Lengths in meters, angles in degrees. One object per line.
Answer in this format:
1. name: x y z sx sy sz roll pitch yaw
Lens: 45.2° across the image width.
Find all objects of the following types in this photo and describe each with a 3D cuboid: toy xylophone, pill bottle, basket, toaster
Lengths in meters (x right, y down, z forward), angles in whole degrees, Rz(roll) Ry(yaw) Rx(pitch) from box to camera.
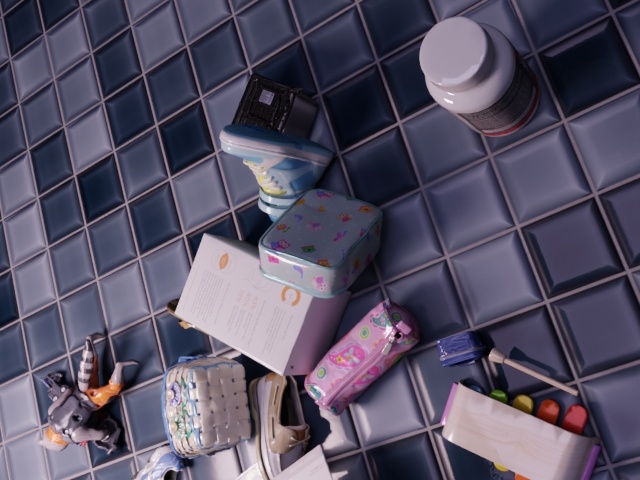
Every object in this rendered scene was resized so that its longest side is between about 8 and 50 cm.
1. toy xylophone: 0.394 0.359 1.520 0.322 0.081 0.236 29 98 30
2. pill bottle: 0.312 -0.322 1.519 0.176 0.318 0.177 -4 82 28
3. basket: -0.285 0.393 1.854 0.289 0.201 0.255 147 116 -63
4. toaster: -0.111 -0.301 1.876 0.185 0.110 0.168 27 98 37

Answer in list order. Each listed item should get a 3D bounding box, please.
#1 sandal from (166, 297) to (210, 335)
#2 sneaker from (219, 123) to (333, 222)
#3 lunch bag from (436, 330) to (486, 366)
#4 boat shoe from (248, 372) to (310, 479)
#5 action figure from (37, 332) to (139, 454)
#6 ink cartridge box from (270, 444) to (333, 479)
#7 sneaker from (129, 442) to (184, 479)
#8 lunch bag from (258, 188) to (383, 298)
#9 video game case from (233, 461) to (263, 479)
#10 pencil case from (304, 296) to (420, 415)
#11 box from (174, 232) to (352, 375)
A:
1. sandal: -0.329 0.206 1.976 0.180 0.072 0.049 28 119 26
2. sneaker: -0.119 -0.142 1.758 0.127 0.319 0.208 37 111 41
3. lunch bag: 0.297 0.229 1.602 0.098 0.067 0.065 -21 73 26
4. boat shoe: -0.083 0.451 1.768 0.103 0.113 0.302 -27 70 30
5. action figure: -0.669 0.411 2.082 0.341 0.178 0.330 25 87 28
6. ink cartridge box: -0.051 0.629 1.643 0.296 0.066 0.261 -39 44 17
7. sneaker: -0.425 0.617 1.963 0.081 0.080 0.211 44 106 30
8. lunch bag: 0.000 0.000 1.692 0.224 0.279 0.108 15 127 22
9. video game case: -0.154 0.640 1.837 0.190 0.022 0.173 -42 65 19
10. pencil case: 0.093 0.255 1.686 0.284 0.124 0.124 -45 64 18
11. box: -0.137 0.146 1.807 0.345 0.168 0.215 24 96 31
